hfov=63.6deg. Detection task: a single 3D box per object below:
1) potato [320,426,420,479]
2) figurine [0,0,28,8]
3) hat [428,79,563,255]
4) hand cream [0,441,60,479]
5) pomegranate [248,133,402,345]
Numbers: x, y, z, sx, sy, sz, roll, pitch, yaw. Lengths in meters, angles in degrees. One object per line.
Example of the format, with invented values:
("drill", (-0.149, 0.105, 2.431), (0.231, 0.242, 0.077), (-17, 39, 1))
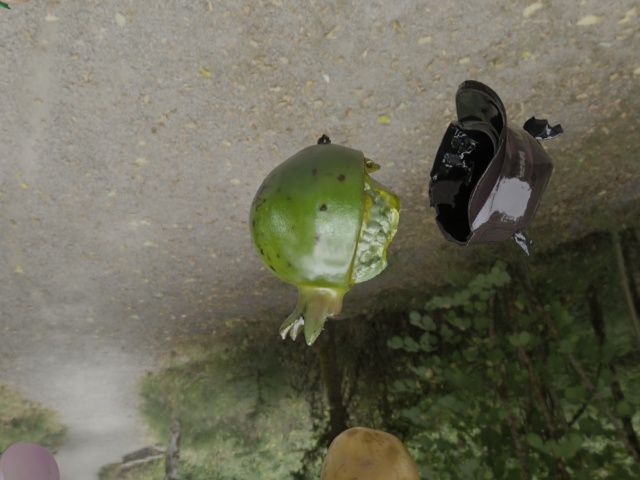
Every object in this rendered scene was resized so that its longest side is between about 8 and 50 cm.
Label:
("potato", (0.061, 0.304, 0.591), (0.118, 0.178, 0.109), (-9, 144, 0))
("figurine", (-0.481, -0.394, 0.763), (0.178, 0.144, 0.114), (5, 161, 33))
("hat", (0.302, -0.111, 0.819), (0.209, 0.238, 0.336), (1, 164, 2))
("hand cream", (-0.411, 0.328, 0.545), (0.312, 0.070, 0.111), (-38, -179, 7))
("pomegranate", (0.000, 0.000, 0.855), (0.260, 0.341, 0.260), (12, 168, 2))
